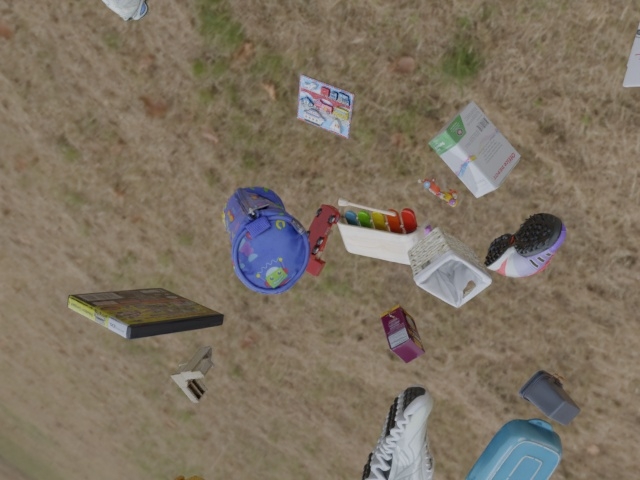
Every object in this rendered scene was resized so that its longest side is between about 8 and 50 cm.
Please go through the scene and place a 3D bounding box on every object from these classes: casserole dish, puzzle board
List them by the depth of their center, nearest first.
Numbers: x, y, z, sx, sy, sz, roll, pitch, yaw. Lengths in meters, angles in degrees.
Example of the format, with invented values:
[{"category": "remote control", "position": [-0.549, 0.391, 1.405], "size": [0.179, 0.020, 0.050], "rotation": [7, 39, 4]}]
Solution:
[{"category": "casserole dish", "position": [0.301, 0.360, 1.015], "size": [0.114, 0.037, 0.188], "rotation": [24, 108, -13]}, {"category": "puzzle board", "position": [0.007, -0.265, 1.298], "size": [0.128, 0.011, 0.096], "rotation": [27, 131, 25]}]

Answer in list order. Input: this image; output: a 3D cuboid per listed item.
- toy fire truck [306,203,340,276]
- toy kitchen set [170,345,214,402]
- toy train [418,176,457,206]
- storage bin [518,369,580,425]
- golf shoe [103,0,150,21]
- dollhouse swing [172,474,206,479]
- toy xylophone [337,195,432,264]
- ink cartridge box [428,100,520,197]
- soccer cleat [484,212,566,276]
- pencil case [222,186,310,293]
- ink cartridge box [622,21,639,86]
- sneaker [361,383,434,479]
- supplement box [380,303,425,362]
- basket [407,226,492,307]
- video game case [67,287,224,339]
[{"category": "toy fire truck", "position": [0.000, 0.000, 1.677], "size": [0.047, 0.192, 0.135], "rotation": [30, -171, 17]}, {"category": "toy kitchen set", "position": [-0.213, 0.247, 1.214], "size": [0.083, 0.068, 0.075], "rotation": [-16, 116, 38]}, {"category": "toy train", "position": [0.359, -0.152, 1.946], "size": [0.125, 0.046, 0.166], "rotation": [38, -171, 15]}, {"category": "storage bin", "position": [0.549, 0.372, 1.538], "size": [0.135, 0.098, 0.091], "rotation": [31, -167, -43]}, {"category": "golf shoe", "position": [-0.301, -0.435, 1.016], "size": [0.069, 0.176, 0.086], "rotation": [-4, 170, 32]}, {"category": "dollhouse swing", "position": [-0.317, 0.789, 1.528], "size": [0.347, 0.315, 0.305], "rotation": [-12, 105, 57]}, {"category": "toy xylophone", "position": [0.174, -0.034, 1.912], "size": [0.322, 0.081, 0.236], "rotation": [17, 141, 27]}, {"category": "ink cartridge box", "position": [0.426, -0.248, 1.805], "size": [0.212, 0.154, 0.093], "rotation": [46, 151, -5]}, {"category": "soccer cleat", "position": [0.501, 0.022, 1.536], "size": [0.116, 0.109, 0.318], "rotation": [25, 162, -4]}, {"category": "pencil case", "position": [-0.098, -0.015, 1.084], "size": [0.306, 0.119, 0.133], "rotation": [-129, 18, -73]}, {"category": "ink cartridge box", "position": [0.571, -0.318, 1.062], "size": [0.060, 0.180, 0.104], "rotation": [27, 170, -42]}, {"category": "sneaker", "position": [0.161, 0.383, 1.201], "size": [0.118, 0.110, 0.292], "rotation": [20, 122, 6]}, {"category": "supplement box", "position": [0.143, 0.163, 1.147], "size": [0.043, 0.083, 0.055], "rotation": [-33, 130, 17]}, {"category": "basket", "position": [0.291, 0.060, 1.496], "size": [0.167, 0.103, 0.113], "rotation": [30, 119, -37]}, {"category": "video game case", "position": [-0.415, 0.169, 1.568], "size": [0.248, 0.275, 0.035], "rotation": [16, 100, 37]}]
